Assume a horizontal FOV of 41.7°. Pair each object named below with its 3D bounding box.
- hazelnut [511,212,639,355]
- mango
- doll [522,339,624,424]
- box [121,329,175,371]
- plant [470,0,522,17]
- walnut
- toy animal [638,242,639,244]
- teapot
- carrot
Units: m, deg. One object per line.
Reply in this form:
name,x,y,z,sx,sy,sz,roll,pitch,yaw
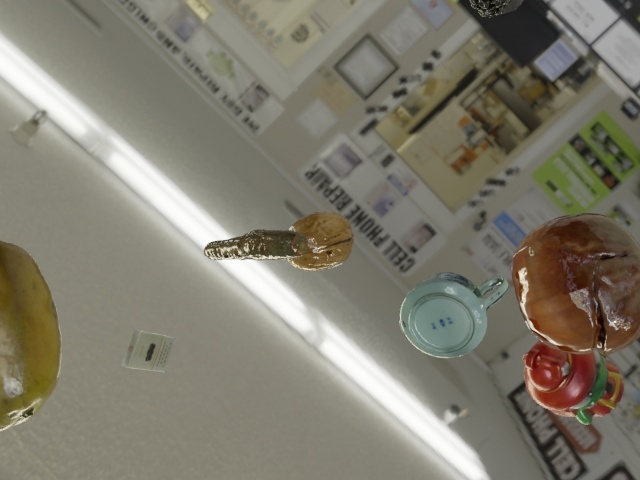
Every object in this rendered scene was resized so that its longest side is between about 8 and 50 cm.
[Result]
hazelnut,0.332,0.056,1.049,0.182,0.182,0.182,45,-169,-11
mango,-0.611,0.181,1.606,0.182,0.253,0.364,7,-95,-66
doll,0.536,0.290,1.842,0.160,0.182,0.363,15,172,42
box,-0.415,0.270,2.041,0.024,0.090,0.167,16,174,23
plant,0.346,-0.487,1.644,0.143,0.094,0.092,-19,-109,-51
walnut,0.000,0.000,2.062,0.144,0.180,0.144,169,90,-74
toy animal,0.456,0.098,1.167,0.089,0.170,0.255,-122,21,-47
teapot,0.239,0.122,1.567,0.159,0.232,0.158,45,-147,-41
carrot,-0.158,0.014,1.811,0.342,0.070,0.070,-5,145,46
